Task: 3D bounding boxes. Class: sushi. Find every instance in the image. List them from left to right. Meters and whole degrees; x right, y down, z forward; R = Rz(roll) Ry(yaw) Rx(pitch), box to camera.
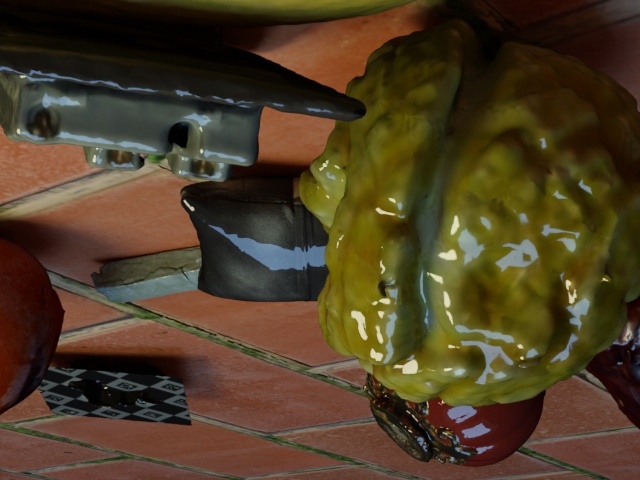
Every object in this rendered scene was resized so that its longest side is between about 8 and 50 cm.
[{"bbox_3d":[-0.300,0.208,1.712,0.219,0.047,0.231,5,154,0],"label":"sushi"}]

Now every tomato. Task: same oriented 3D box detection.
[{"bbox_3d":[-0.364,0.094,1.195,0.184,0.208,0.208,21,157,1],"label":"tomato"}]

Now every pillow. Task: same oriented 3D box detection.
[{"bbox_3d":[0.000,0.000,1.100,0.250,0.106,0.186,-2,151,0],"label":"pillow"}]

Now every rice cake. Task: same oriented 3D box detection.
[{"bbox_3d":[-0.135,0.030,1.259,0.245,0.042,0.045,-10,145,22],"label":"rice cake"}]

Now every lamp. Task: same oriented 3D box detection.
[{"bbox_3d":[0.161,0.159,1.383,0.227,0.227,0.227,0,159,0],"label":"lamp"}]

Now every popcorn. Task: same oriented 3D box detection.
[{"bbox_3d":[0.110,-0.011,0.842,0.282,0.282,0.247,6,-173,-16],"label":"popcorn"}]

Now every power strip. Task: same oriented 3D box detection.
[{"bbox_3d":[-0.131,-0.094,0.729,0.257,0.092,0.251,5,-160,-20],"label":"power strip"}]

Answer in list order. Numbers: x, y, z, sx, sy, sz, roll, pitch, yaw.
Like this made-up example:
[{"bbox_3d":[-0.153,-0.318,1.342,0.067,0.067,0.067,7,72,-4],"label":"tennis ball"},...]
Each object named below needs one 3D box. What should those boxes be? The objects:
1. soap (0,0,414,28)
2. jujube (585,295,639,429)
[{"bbox_3d":[-0.108,-0.192,0.582,0.427,0.115,0.306,4,164,-12],"label":"soap"},{"bbox_3d":[0.400,0.120,1.306,0.216,0.216,0.342,-17,145,37],"label":"jujube"}]
